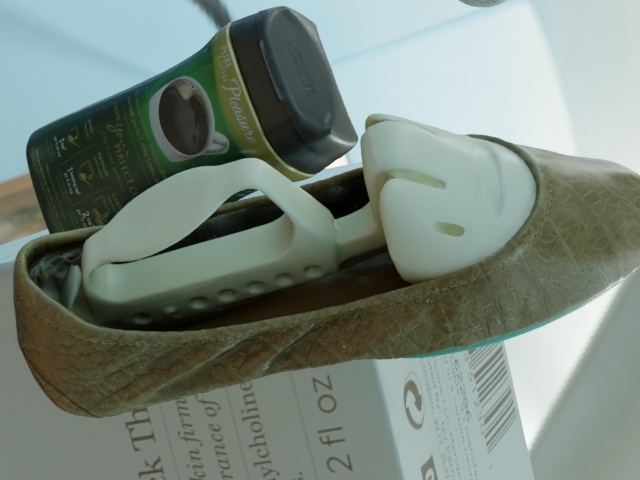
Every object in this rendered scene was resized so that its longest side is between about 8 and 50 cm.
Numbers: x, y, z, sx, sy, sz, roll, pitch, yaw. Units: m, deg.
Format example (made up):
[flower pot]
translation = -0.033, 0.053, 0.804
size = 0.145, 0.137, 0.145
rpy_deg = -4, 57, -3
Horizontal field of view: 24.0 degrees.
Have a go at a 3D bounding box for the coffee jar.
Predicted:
[coffee jar]
translation = -0.073, -0.057, 0.864
size = 0.079, 0.184, 0.096
rpy_deg = 13, 55, -64

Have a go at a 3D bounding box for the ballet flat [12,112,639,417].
[ballet flat]
translation = 0.000, 0.000, 0.760
size = 0.124, 0.342, 0.116
rpy_deg = 69, 12, -48

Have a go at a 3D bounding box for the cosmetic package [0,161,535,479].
[cosmetic package]
translation = -0.078, 0.135, 1.150
size = 0.327, 0.394, 0.329
rpy_deg = -28, 105, -68

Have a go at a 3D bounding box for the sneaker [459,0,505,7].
[sneaker]
translation = 0.118, -0.318, 1.255
size = 0.091, 0.126, 0.240
rpy_deg = -2, -48, 34
